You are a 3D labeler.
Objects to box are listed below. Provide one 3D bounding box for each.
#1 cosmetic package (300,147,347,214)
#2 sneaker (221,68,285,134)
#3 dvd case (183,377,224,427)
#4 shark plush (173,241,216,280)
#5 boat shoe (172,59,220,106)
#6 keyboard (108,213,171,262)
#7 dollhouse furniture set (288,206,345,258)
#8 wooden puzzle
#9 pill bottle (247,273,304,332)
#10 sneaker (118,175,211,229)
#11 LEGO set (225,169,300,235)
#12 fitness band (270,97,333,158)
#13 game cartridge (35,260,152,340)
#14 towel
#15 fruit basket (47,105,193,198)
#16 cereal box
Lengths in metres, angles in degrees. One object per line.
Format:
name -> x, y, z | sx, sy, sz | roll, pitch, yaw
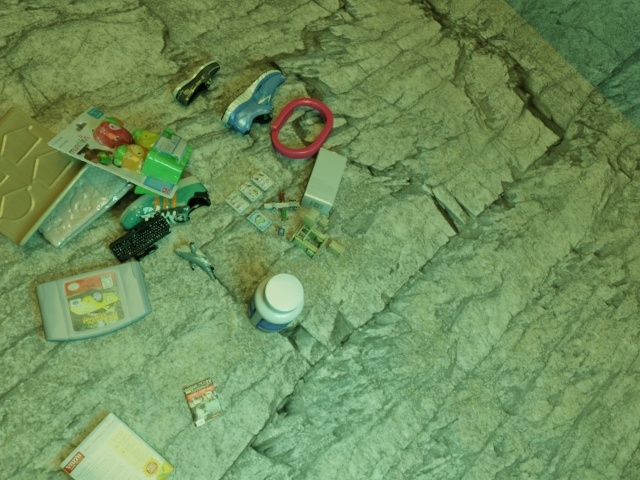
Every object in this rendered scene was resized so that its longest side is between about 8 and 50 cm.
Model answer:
cosmetic package -> 0.013, -0.226, 1.713 | 0.118, 0.085, 0.230 | 22, 62, -7
sneaker -> -0.235, -0.529, 1.752 | 0.147, 0.130, 0.330 | 42, 66, -14
dvd case -> -0.351, 0.487, 1.359 | 0.087, 0.013, 0.119 | -19, 75, -23
shark plush -> -0.408, 0.071, 1.502 | 0.067, 0.073, 0.161 | -43, 107, -7
boat shoe -> -0.458, -0.598, 1.722 | 0.069, 0.081, 0.227 | 42, 71, -1
keyboard -> -0.562, 0.005, 1.433 | 0.192, 0.038, 0.100 | -34, 112, -7
dollhouse furniture set -> 0.000, 0.000, 1.575 | 0.182, 0.161, 0.101 | 35, 64, 0
wooden puzzle -> -0.900, -0.192, 1.358 | 0.348, 0.080, 0.322 | 33, 79, 9
pill bottle -> -0.136, 0.192, 1.396 | 0.153, 0.272, 0.152 | 6, 68, -15
sneaker -> -0.504, -0.104, 1.493 | 0.302, 0.108, 0.121 | -34, 77, -27
LEGO set -> -0.195, -0.120, 1.639 | 0.244, 0.060, 0.182 | 39, 67, 11
fitness band -> -0.071, -0.440, 1.769 | 0.209, 0.054, 0.290 | 27, 64, 6
game cartridge -> -0.676, 0.189, 1.358 | 0.295, 0.060, 0.195 | -16, 79, -21
towel -> -0.812, -0.194, 1.423 | 0.317, 0.053, 0.332 | -43, 84, -8
fruit basket -> -0.585, -0.292, 1.395 | 0.353, 0.165, 0.327 | 29, 29, -20
cereal box -> -0.549, 0.615, 1.229 | 0.240, 0.047, 0.173 | 41, 63, 2
